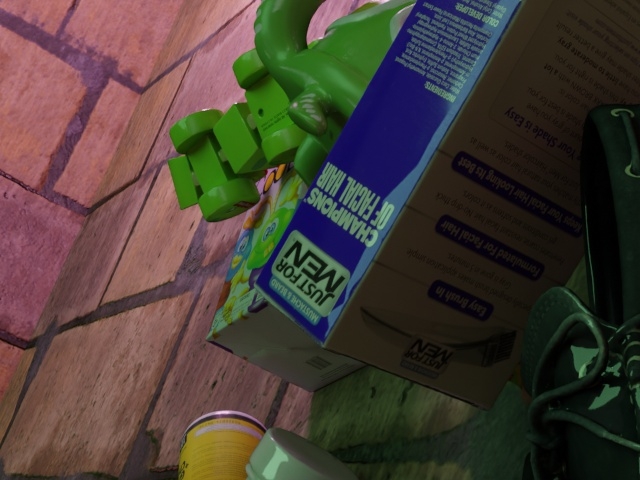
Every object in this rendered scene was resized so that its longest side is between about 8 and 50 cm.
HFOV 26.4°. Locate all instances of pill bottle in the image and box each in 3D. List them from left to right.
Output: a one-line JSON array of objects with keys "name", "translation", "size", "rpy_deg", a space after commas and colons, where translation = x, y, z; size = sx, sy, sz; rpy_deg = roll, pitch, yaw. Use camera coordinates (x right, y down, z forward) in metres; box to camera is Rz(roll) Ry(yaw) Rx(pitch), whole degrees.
[{"name": "pill bottle", "translation": [-0.100, 0.272, 1.433], "size": [0.103, 0.103, 0.184], "rpy_deg": [-52, 21, 25]}, {"name": "pill bottle", "translation": [-0.063, 0.296, 1.265], "size": [0.229, 0.131, 0.131], "rpy_deg": [-59, 20, 5]}]

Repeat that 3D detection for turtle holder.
[{"name": "turtle holder", "translation": [0.088, -0.128, 1.244], "size": [0.227, 0.243, 0.320], "rpy_deg": [-43, 56, -8]}]

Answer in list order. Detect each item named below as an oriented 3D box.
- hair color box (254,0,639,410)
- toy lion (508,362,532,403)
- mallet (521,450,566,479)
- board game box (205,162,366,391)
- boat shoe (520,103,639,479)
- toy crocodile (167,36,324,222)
[{"name": "hair color box", "translation": [0.121, -0.064, 0.967], "size": [0.110, 0.185, 0.339], "rpy_deg": [35, 98, 49]}, {"name": "toy lion", "translation": [0.158, 0.081, 1.065], "size": [0.034, 0.100, 0.096], "rpy_deg": [-82, 9, -48]}, {"name": "mallet", "translation": [0.131, 0.214, 1.046], "size": [0.189, 0.039, 0.062], "rpy_deg": [-43, 26, 51]}, {"name": "board game box", "translation": [0.000, 0.000, 1.493], "size": [0.144, 0.142, 0.275], "rpy_deg": [-34, 33, 52]}, {"name": "boat shoe", "translation": [0.187, 0.103, 0.785], "size": [0.187, 0.155, 0.500], "rpy_deg": [90, -166, -52]}, {"name": "toy crocodile", "translation": [-0.063, -0.116, 1.457], "size": [0.340, 0.105, 0.115], "rpy_deg": [-37, 73, 45]}]
